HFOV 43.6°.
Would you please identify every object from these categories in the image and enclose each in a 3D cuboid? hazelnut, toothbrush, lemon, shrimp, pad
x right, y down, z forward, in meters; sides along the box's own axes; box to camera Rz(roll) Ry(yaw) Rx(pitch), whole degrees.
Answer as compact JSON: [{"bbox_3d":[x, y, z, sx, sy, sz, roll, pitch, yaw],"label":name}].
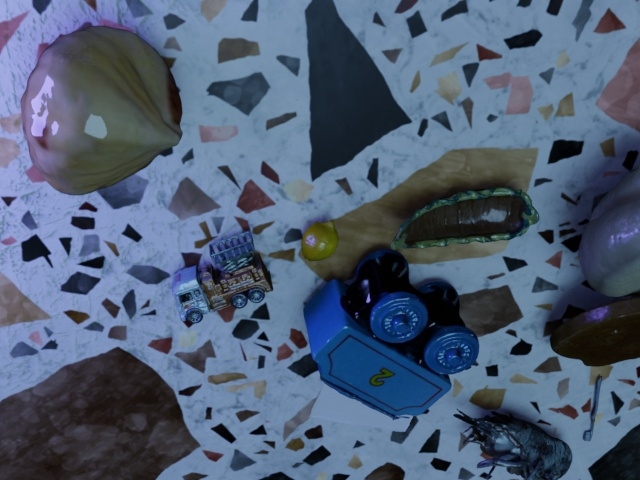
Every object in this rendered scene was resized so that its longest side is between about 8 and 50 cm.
[{"bbox_3d":[-0.316,-0.185,1.174,0.241,0.261,0.261,32,111,5],"label":"hazelnut"},{"bbox_3d":[0.620,0.383,1.813,0.019,0.013,0.193,-1,120,-1],"label":"toothbrush"},{"bbox_3d":[0.000,0.000,1.447,0.065,0.065,0.092,25,114,-23],"label":"lemon"},{"bbox_3d":[0.417,0.465,1.731,0.372,0.172,0.137,18,120,-27],"label":"shrimp"},{"bbox_3d":[0.104,0.334,1.690,0.232,0.004,0.156,13,116,-17],"label":"pad"}]

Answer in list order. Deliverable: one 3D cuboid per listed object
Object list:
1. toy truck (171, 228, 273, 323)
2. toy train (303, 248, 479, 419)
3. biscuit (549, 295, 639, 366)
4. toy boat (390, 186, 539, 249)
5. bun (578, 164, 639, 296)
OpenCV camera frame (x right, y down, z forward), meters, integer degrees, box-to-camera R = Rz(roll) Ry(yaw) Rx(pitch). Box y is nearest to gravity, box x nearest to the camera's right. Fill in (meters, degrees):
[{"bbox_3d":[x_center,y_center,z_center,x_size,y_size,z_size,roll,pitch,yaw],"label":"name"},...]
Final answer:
[{"bbox_3d":[-0.186,0.068,1.441,0.178,0.080,0.115,-21,116,0],"label":"toy truck"},{"bbox_3d":[0.137,0.186,1.516,0.300,0.188,0.265,32,114,-28],"label":"toy train"},{"bbox_3d":[0.608,0.180,1.603,0.257,0.049,0.273,23,143,-37],"label":"biscuit"},{"bbox_3d":[0.248,-0.037,1.458,0.293,0.099,0.108,-11,120,-14],"label":"toy boat"},{"bbox_3d":[0.633,-0.036,1.442,0.365,0.219,0.365,-11,155,-5],"label":"bun"}]
